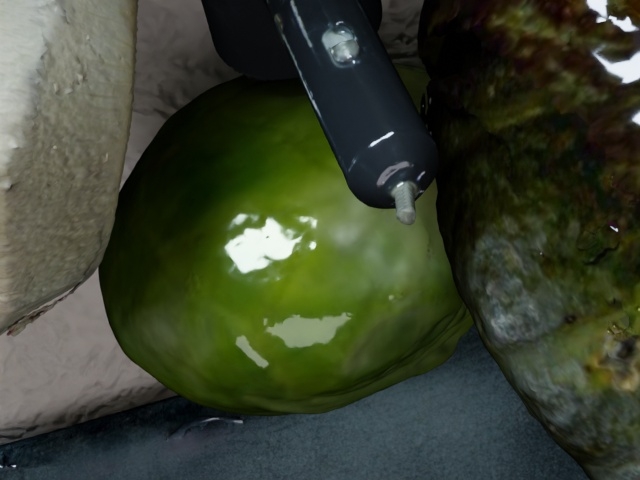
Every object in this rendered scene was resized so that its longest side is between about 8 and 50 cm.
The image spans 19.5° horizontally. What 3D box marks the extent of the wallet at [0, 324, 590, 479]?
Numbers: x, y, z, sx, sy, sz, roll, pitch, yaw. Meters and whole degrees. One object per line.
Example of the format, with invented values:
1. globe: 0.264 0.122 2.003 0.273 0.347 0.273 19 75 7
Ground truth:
1. wallet: -0.030 0.158 0.935 0.379 0.046 0.190 -17 93 16

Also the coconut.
1. coconut: -0.184 -0.068 0.670 0.234 0.224 0.224 5 134 -7

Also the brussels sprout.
1. brussels sprout: -0.002 -0.005 0.765 0.181 0.143 0.161 -19 178 -35

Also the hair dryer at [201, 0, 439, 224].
1. hair dryer: -0.001 -0.081 0.647 0.072 0.219 0.124 -18 134 -3

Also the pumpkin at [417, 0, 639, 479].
1. pumpkin: 0.187 -0.046 0.639 0.320 0.320 0.192 -6 168 5
